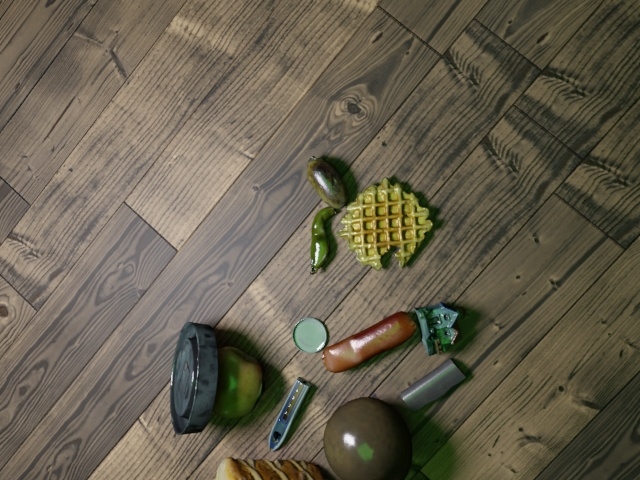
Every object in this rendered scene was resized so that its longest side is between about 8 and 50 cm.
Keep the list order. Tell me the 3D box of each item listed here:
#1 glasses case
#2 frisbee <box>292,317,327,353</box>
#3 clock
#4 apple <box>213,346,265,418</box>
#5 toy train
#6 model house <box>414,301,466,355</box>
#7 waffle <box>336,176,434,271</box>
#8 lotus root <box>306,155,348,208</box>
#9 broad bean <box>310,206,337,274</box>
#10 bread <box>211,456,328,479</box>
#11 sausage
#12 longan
[{"bbox_3d":[0.329,0.427,1.539,0.191,0.042,0.072,-38,92,8],"label":"glasses case"},{"bbox_3d":[-0.033,0.291,1.609,0.110,0.014,0.110,0,91,8],"label":"frisbee"},{"bbox_3d":[-0.372,0.399,1.530,0.066,0.319,0.318,10,92,-25],"label":"clock"},{"bbox_3d":[-0.268,0.430,1.579,0.207,0.174,0.188,30,93,24],"label":"apple"},{"bbox_3d":[-0.102,0.542,1.606,0.055,0.048,0.252,26,95,11],"label":"toy train"},{"bbox_3d":[0.355,0.240,1.500,0.149,0.119,0.148,-17,88,1],"label":"model house"},{"bbox_3d":[0.186,-0.043,1.551,0.250,0.056,0.261,39,98,7],"label":"waffle"},{"bbox_3d":[0.021,-0.174,1.563,0.089,0.080,0.179,-35,84,9],"label":"lotus root"},{"bbox_3d":[0.000,0.000,1.584,0.070,0.048,0.213,12,89,10],"label":"broad bean"},{"bbox_3d":[-0.126,0.806,1.402,0.279,0.371,0.390,-61,40,12],"label":"bread"},{"bbox_3d":[0.143,0.300,1.547,0.300,0.083,0.089,-28,92,11],"label":"sausage"},{"bbox_3d":[0.135,0.570,1.467,0.258,0.258,0.258,0,90,9],"label":"longan"}]
